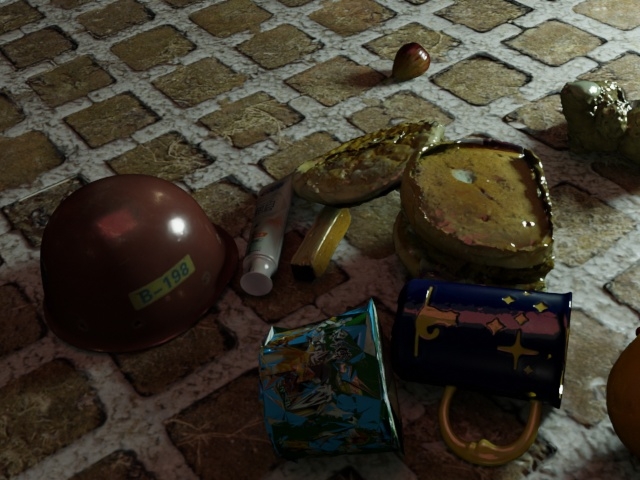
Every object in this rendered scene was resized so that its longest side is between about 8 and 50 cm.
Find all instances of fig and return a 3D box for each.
[{"bbox_3d":[0.203,-0.417,2.026,0.125,0.089,0.089,-45,50,-8],"label":"fig"}]

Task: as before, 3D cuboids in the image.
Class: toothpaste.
[{"bbox_3d":[-0.100,-0.025,1.626,0.100,0.066,0.323,-26,32,25],"label":"toothpaste"}]

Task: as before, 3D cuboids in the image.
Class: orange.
[{"bbox_3d":[0.511,0.212,1.138,0.240,0.240,0.240,-4,41,4],"label":"orange"}]

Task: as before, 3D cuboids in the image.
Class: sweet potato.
[{"bbox_3d":[0.088,0.163,1.405,0.041,0.038,0.153,-35,53,1],"label":"sweet potato"}]

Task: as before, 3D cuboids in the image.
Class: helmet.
[{"bbox_3d":[-0.345,-0.003,1.517,0.385,0.230,0.337,-32,46,-23],"label":"helmet"}]

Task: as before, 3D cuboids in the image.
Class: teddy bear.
[{"bbox_3d":[0.622,-0.233,1.690,0.256,0.156,0.267,17,17,31],"label":"teddy bear"}]

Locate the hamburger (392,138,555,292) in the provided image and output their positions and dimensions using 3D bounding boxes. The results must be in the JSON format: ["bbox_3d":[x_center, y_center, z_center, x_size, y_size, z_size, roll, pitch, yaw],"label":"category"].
[{"bbox_3d":[0.267,-0.037,1.467,0.277,0.195,0.318,3,47,4],"label":"hamburger"}]

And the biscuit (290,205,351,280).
[{"bbox_3d":[0.000,0.000,1.593,0.056,0.052,0.188,-2,38,31],"label":"biscuit"}]

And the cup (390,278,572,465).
[{"bbox_3d":[0.236,0.178,1.261,0.256,0.178,0.255,5,41,17],"label":"cup"}]

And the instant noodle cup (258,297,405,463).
[{"bbox_3d":[0.014,0.215,1.228,0.178,0.240,0.240,-11,41,7],"label":"instant noodle cup"}]

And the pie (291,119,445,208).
[{"bbox_3d":[0.101,-0.160,1.663,0.339,0.077,0.339,-19,21,8],"label":"pie"}]

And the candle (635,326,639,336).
[{"bbox_3d":[0.656,0.146,1.324,0.302,0.059,0.084,-1,53,10],"label":"candle"}]
